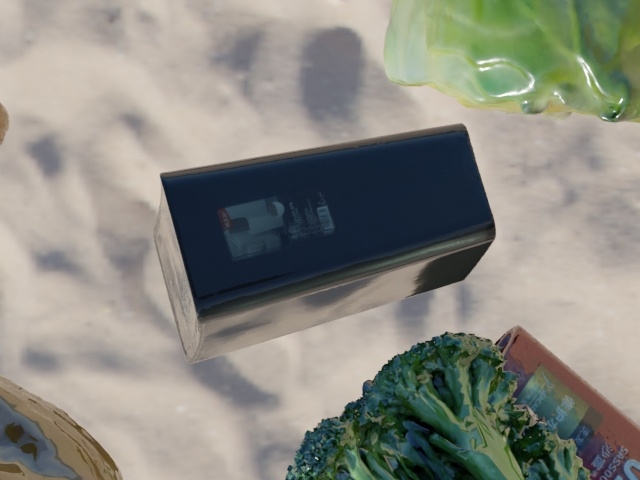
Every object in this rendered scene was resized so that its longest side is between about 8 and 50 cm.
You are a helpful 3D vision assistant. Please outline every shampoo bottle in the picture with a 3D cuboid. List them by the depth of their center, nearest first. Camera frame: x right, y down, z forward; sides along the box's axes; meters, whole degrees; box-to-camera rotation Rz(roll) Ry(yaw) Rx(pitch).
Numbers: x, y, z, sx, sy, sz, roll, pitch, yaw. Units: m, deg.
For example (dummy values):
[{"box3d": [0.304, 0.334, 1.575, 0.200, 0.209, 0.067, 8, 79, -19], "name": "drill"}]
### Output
[{"box3d": [0.269, 0.221, 1.889, 0.314, 0.118, 0.076, 40, 160, -6], "name": "shampoo bottle"}]

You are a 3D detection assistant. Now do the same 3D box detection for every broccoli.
[{"box3d": [0.091, 0.209, 1.284, 0.269, 0.254, 0.269, -34, 28, 21], "name": "broccoli"}]

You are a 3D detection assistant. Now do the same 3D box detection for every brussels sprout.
[{"box3d": [0.107, -0.113, 0.855, 0.149, 0.151, 0.122, 8, 94, -4], "name": "brussels sprout"}]

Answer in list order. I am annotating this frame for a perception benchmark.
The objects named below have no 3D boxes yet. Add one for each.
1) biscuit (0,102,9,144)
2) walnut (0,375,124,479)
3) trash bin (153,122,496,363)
[{"box3d": [-0.430, -0.119, 1.661, 0.351, 0.312, 0.057, 1, 68, 46], "name": "biscuit"}, {"box3d": [-0.229, 0.214, 1.076, 0.333, 0.333, 0.332, 0, 90, 37], "name": "walnut"}, {"box3d": [0.000, 0.000, 1.449, 0.165, 0.225, 0.115, 112, 145, -72], "name": "trash bin"}]
